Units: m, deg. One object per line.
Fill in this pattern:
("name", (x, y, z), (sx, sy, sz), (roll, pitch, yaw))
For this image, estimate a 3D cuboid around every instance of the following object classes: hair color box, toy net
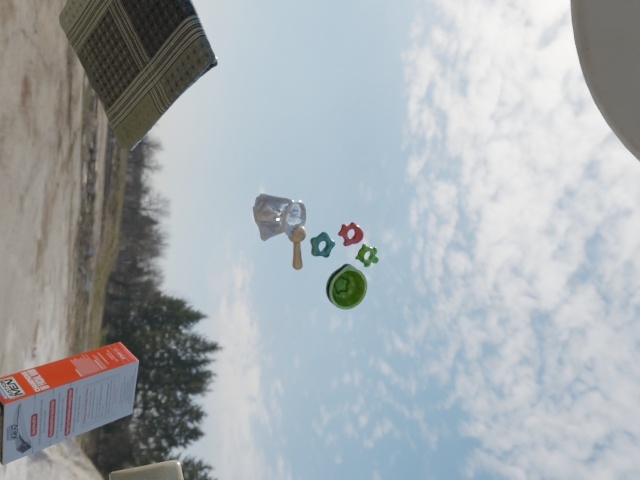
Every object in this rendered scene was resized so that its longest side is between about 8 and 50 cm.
("hair color box", (-0.322, 0.200, 0.707), (0.053, 0.167, 0.093), (30, -64, 33))
("toy net", (0.000, 0.000, 0.850), (0.122, 0.232, 0.045), (-50, -152, -6))

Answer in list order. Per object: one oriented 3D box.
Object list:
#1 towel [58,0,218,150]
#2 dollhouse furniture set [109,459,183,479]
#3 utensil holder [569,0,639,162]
("towel", (-0.333, -0.366, 1.003), (0.324, 0.056, 0.312), (-27, -91, 40))
("dollhouse furniture set", (-0.207, 0.238, 0.345), (0.262, 0.259, 0.135), (115, -37, -44))
("utensil holder", (0.342, -0.226, 0.329), (0.385, 0.328, 0.327), (-50, 173, -40))
